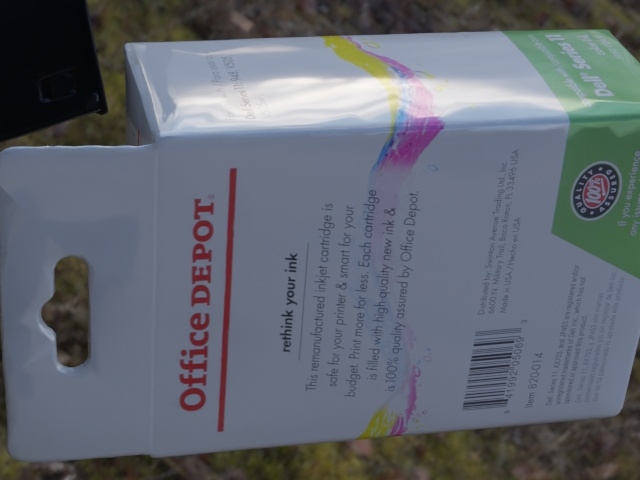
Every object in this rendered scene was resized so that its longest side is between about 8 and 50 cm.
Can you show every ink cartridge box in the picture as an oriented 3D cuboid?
[{"bbox_3d":[0.000,0.000,0.826,0.353,0.207,0.119,-3,33,-14],"label":"ink cartridge box"}]

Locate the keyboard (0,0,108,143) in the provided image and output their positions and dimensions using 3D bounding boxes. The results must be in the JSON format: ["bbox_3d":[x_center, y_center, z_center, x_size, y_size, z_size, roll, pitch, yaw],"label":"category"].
[{"bbox_3d":[-0.174,-0.210,0.858,0.201,0.317,0.033,-20,35,-19],"label":"keyboard"}]
